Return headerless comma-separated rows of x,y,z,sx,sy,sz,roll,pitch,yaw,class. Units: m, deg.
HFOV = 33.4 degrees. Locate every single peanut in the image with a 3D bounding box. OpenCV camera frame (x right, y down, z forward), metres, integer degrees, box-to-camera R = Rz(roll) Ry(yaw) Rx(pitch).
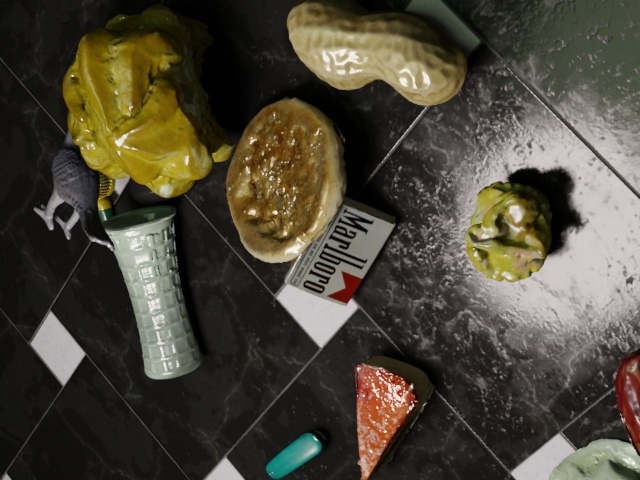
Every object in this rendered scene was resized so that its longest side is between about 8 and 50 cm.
0.078,-0.277,1.559,0.298,0.120,0.136,21,113,28,peanut

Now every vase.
-0.298,0.098,1.949,0.143,0.143,0.299,-2,108,35,vase

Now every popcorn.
0.270,-0.011,1.527,0.126,0.126,0.145,24,104,-2,popcorn

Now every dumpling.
0.433,0.386,1.552,0.219,0.108,0.152,21,118,25,dumpling

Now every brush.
-0.044,0.389,1.940,0.043,0.032,0.193,50,139,5,brush

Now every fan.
-0.421,-0.082,2.029,0.082,0.039,0.155,-10,101,36,fan

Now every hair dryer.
-0.296,-0.193,1.899,0.114,0.070,0.248,-13,90,38,hair dryer

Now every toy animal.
-0.446,-0.088,1.929,0.206,0.081,0.367,-45,44,38,toy animal

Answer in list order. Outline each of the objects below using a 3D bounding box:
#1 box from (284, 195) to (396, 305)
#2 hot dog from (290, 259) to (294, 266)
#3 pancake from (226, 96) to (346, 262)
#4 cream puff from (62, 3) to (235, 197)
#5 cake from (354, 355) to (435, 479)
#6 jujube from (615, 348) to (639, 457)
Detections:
0.030,0.014,1.710,0.115,0.036,0.177,22,119,-14,box
0.000,0.000,1.759,0.071,0.045,0.165,35,123,22,hot dog
-0.063,-0.099,1.709,0.282,0.049,0.282,-5,84,47,pancake
-0.309,-0.225,1.726,0.274,0.270,0.323,-18,83,28,cream puff
0.126,0.299,1.749,0.117,0.086,0.220,7,109,35,cake
0.504,0.242,1.408,0.183,0.183,0.243,-33,79,38,jujube
